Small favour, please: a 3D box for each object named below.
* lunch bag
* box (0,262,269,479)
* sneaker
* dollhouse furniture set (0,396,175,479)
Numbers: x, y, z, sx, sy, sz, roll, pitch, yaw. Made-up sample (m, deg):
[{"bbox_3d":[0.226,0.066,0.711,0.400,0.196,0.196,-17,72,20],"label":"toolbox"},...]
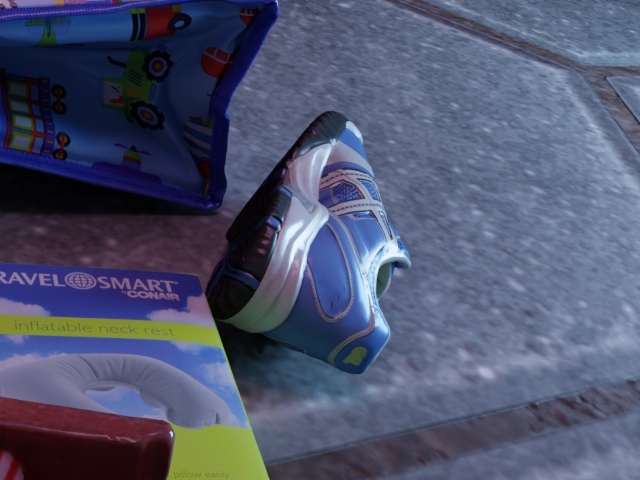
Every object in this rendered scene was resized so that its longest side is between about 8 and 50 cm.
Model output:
[{"bbox_3d":[-0.208,-0.130,0.643,0.293,0.138,0.221,0,32,-32],"label":"lunch bag"},{"bbox_3d":[-0.088,0.063,0.466,0.109,0.042,0.178,5,30,-22],"label":"box"},{"bbox_3d":[0.000,0.000,0.613,0.081,0.080,0.211,34,28,-9],"label":"sneaker"},{"bbox_3d":[-0.111,0.016,0.189,0.152,0.374,0.201,12,29,1],"label":"dollhouse furniture set"}]
